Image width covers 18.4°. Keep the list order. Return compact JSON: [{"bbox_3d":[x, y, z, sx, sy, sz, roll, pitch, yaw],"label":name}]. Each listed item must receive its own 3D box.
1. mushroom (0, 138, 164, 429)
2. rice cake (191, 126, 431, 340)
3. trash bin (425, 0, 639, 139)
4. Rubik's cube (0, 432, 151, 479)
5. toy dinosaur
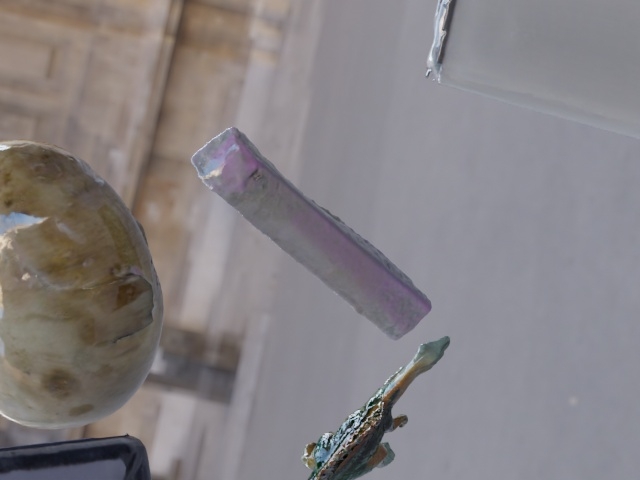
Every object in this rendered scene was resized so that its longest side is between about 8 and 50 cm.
[{"bbox_3d":[-0.221,0.034,1.577,0.184,0.255,0.255,-21,-44,-48],"label":"mushroom"},{"bbox_3d":[0.000,0.000,2.213,0.070,0.399,0.064,-42,42,9],"label":"rice cake"},{"bbox_3d":[0.278,-0.173,1.527,0.296,0.367,0.256,-83,5,-79],"label":"trash bin"},{"bbox_3d":[-0.292,0.301,1.283,0.310,0.305,0.307,4,-106,-57],"label":"Rubik's cube"},{"bbox_3d":[0.015,0.136,1.268,0.187,0.044,0.106,-36,-8,-23],"label":"toy dinosaur"}]
